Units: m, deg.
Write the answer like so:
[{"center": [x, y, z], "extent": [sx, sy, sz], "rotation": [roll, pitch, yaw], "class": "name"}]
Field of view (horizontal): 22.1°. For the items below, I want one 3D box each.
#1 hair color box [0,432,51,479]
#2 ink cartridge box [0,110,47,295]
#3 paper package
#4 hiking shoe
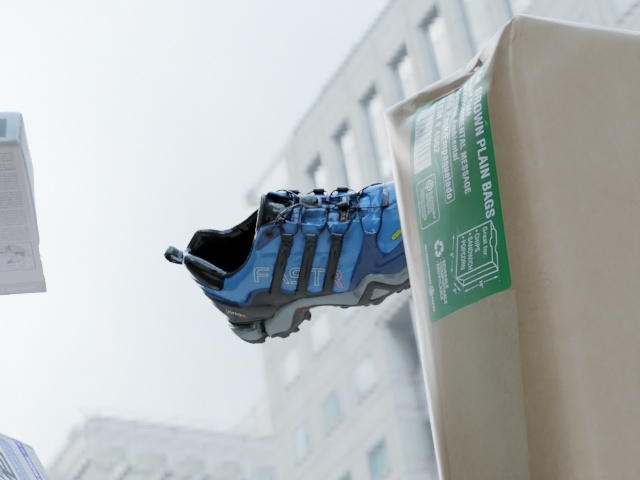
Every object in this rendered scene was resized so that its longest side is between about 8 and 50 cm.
[{"center": [-0.363, 0.244, 1.525], "extent": [0.110, 0.185, 0.339], "rotation": [-43, -34, 7], "class": "hair color box"}, {"center": [-0.381, -0.032, 1.661], "extent": [0.189, 0.066, 0.232], "rotation": [-3, -35, -3], "class": "ink cartridge box"}, {"center": [0.221, 0.040, 1.095], "extent": [0.309, 0.324, 0.168], "rotation": [4, -20, -31], "class": "paper package"}, {"center": [0.000, 0.000, 1.579], "extent": [0.304, 0.113, 0.132], "rotation": [-29, -53, 26], "class": "hiking shoe"}]
